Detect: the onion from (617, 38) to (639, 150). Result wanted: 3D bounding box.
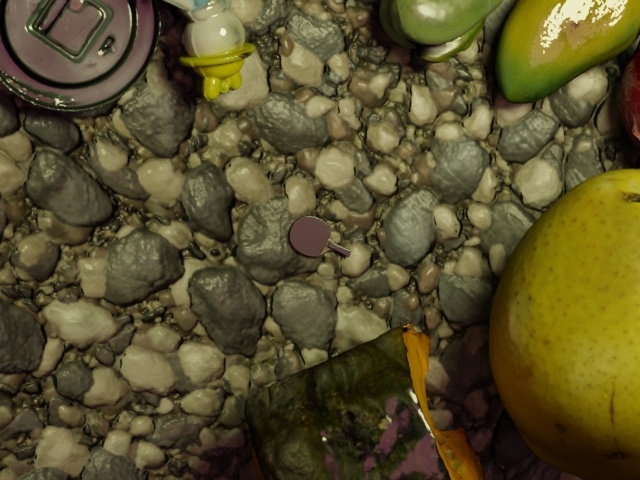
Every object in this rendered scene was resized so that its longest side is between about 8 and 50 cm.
[{"bbox_3d":[0.444,-0.195,1.726,0.159,0.159,0.195,-30,108,-7],"label":"onion"}]

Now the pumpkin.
[{"bbox_3d":[0.069,0.265,1.651,0.225,0.256,0.303,-25,101,16],"label":"pumpkin"}]

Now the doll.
[{"bbox_3d":[-0.141,-0.286,1.616,0.099,0.135,0.241,-11,105,8],"label":"doll"}]

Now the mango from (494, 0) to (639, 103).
[{"bbox_3d":[0.311,-0.275,1.721,0.237,0.091,0.137,-31,96,-7],"label":"mango"}]

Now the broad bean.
[{"bbox_3d":[0.158,-0.329,1.680,0.169,0.100,0.228,7,94,-20],"label":"broad bean"}]

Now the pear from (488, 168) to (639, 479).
[{"bbox_3d":[0.381,0.111,1.653,0.362,0.362,0.418,0,123,-12],"label":"pear"}]

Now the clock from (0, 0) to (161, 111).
[{"bbox_3d":[-0.297,-0.259,1.618,0.215,0.042,0.215,-1,97,-12],"label":"clock"}]

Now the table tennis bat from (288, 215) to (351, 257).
[{"bbox_3d":[0.000,0.000,1.731,0.083,0.007,0.050,23,91,-12],"label":"table tennis bat"}]
